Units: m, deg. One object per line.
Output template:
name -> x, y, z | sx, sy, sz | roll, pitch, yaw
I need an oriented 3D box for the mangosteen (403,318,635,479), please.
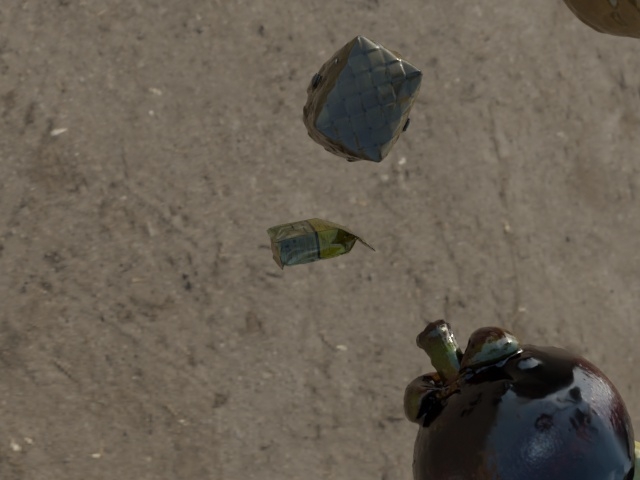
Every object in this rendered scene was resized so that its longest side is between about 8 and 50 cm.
mangosteen -> 0.256, 0.256, 1.273 | 0.297, 0.297, 0.293 | -26, 111, -43

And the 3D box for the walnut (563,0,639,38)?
walnut -> 0.450, -0.433, 1.387 | 0.277, 0.252, 0.313 | -38, 101, -34

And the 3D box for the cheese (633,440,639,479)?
cheese -> 0.471, 0.352, 1.424 | 0.117, 0.226, 0.214 | -64, 157, 4

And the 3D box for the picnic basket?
picnic basket -> 0.046, -0.163, 1.166 | 0.128, 0.178, 0.137 | 27, 91, -3

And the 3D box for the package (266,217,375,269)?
package -> 0.000, 0.000, 1.288 | 0.131, 0.071, 0.047 | -10, 103, -9
